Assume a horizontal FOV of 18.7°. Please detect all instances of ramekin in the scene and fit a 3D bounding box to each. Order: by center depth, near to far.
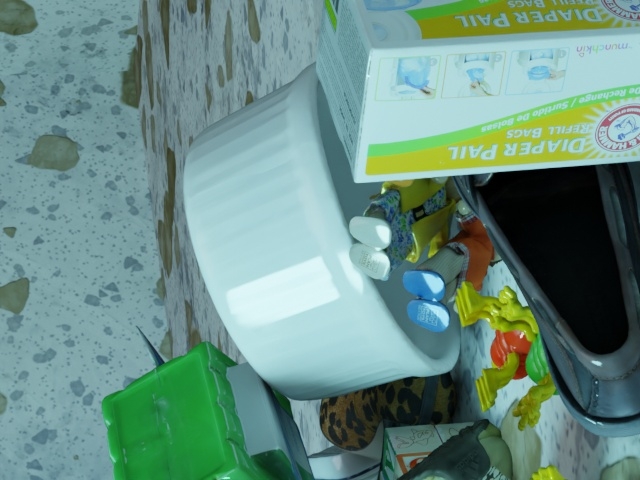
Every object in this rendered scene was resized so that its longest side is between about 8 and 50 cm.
[{"bbox_3d":[0.000,0.000,1.613,0.277,0.135,0.277,56,-158,-36],"label":"ramekin"}]

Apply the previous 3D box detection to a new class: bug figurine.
[{"bbox_3d":[0.163,0.148,1.320,0.216,0.072,0.279,104,155,-74],"label":"bug figurine"}]

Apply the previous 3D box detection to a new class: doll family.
[{"bbox_3d":[0.085,-0.072,1.459,0.163,0.118,0.263,-41,-39,-52],"label":"doll family"}]

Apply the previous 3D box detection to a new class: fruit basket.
[{"bbox_3d":[-0.033,0.263,1.623,0.353,0.165,0.327,50,-170,-29],"label":"fruit basket"}]

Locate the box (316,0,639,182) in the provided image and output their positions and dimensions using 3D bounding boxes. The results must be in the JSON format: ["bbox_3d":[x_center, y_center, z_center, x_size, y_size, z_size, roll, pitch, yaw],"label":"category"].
[{"bbox_3d":[0.111,-0.115,1.181,0.114,0.203,0.103,-107,17,-44],"label":"box"}]

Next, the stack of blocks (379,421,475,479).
[{"bbox_3d":[0.096,0.305,1.659,0.171,0.087,0.297,-114,24,-61],"label":"stack of blocks"}]

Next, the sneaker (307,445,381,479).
[{"bbox_3d":[0.035,0.251,1.995,0.258,0.094,0.091,122,125,-78],"label":"sneaker"}]

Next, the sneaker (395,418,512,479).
[{"bbox_3d":[0.106,0.282,1.324,0.182,0.158,0.410,37,146,28],"label":"sneaker"}]

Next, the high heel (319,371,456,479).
[{"bbox_3d":[0.068,0.127,1.804,0.261,0.093,0.186,-109,31,-62],"label":"high heel"}]

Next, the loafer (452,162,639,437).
[{"bbox_3d":[0.147,-0.025,1.219,0.095,0.109,0.302,58,-170,-59],"label":"loafer"}]
